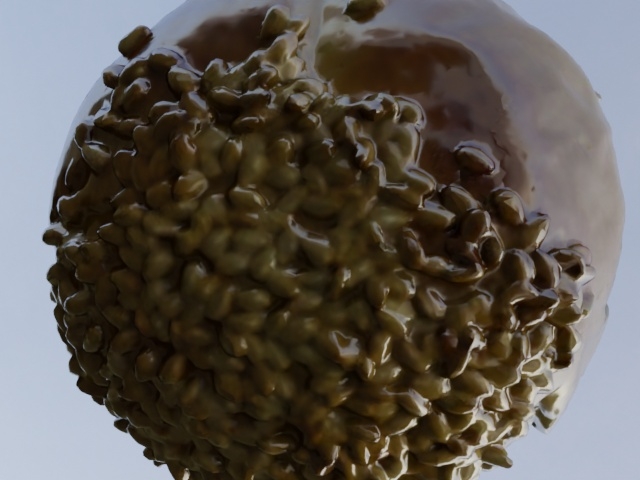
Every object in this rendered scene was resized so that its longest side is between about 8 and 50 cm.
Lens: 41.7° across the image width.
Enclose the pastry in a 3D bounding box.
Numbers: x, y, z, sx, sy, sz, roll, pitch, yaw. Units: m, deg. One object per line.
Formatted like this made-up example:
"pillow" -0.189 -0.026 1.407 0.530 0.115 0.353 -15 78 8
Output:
"pastry" 0.000 0.000 0.582 0.409 0.245 0.410 1 -85 14
